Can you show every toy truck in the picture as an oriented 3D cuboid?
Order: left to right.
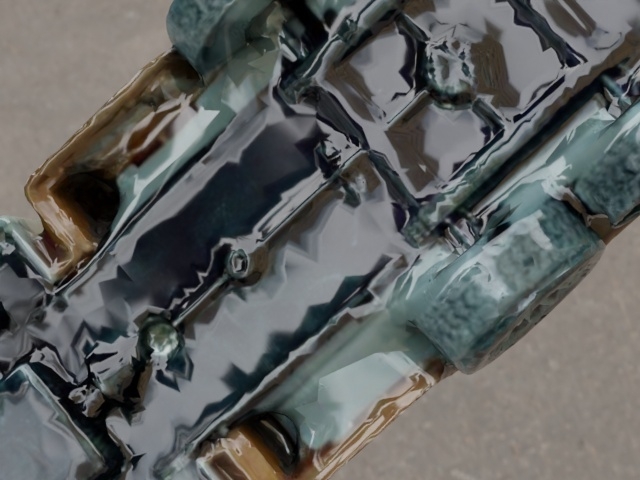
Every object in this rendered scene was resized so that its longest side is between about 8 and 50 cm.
[{"bbox_3d":[0.000,0.000,0.492,0.305,0.136,0.162,-42,-12,10],"label":"toy truck"}]
